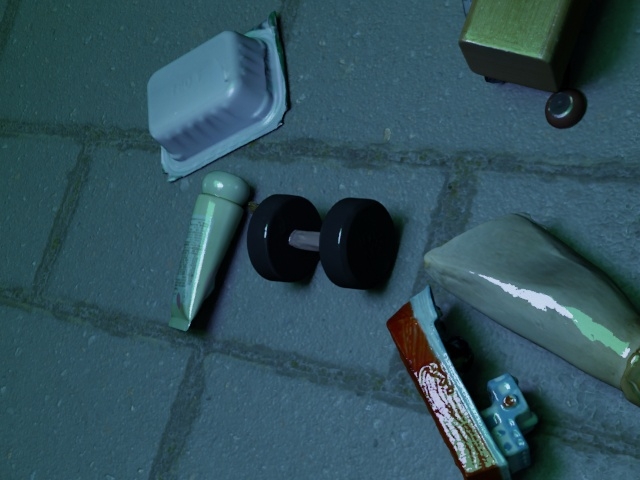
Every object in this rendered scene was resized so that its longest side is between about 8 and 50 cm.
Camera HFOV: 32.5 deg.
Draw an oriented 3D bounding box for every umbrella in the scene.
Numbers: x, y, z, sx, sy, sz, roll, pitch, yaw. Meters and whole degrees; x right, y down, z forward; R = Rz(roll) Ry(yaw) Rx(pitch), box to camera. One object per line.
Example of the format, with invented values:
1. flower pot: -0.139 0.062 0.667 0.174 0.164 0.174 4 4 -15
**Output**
1. umbrella: -0.107 -0.058 2.045 0.083 0.031 0.020 17 50 40

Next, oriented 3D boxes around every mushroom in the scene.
1. mushroom: 0.340 0.088 1.556 0.154 0.137 0.407 -30 46 -30

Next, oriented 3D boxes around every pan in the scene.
1. pan: 0.383 -0.233 1.732 0.068 0.023 0.115 -9 66 37

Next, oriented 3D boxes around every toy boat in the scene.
1. toy boat: 0.209 0.203 1.610 0.133 0.145 0.331 -27 55 -1

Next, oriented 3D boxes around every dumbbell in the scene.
1. dumbbell: 0.000 0.000 1.848 0.218 0.152 0.152 4 73 39

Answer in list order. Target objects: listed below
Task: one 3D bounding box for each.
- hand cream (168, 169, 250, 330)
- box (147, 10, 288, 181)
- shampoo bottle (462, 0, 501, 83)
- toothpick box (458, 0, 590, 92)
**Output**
1. hand cream: -0.219 0.019 2.052 0.147 0.093 0.305 0 69 68
2. box: -0.228 -0.298 2.193 0.337 0.106 0.264 -24 57 28
3. shampoo bottle: 0.279 -0.361 1.843 0.072 0.072 0.214 -24 58 29
4. toothpick box: 0.342 -0.407 1.703 0.188 0.190 0.308 18 83 19
